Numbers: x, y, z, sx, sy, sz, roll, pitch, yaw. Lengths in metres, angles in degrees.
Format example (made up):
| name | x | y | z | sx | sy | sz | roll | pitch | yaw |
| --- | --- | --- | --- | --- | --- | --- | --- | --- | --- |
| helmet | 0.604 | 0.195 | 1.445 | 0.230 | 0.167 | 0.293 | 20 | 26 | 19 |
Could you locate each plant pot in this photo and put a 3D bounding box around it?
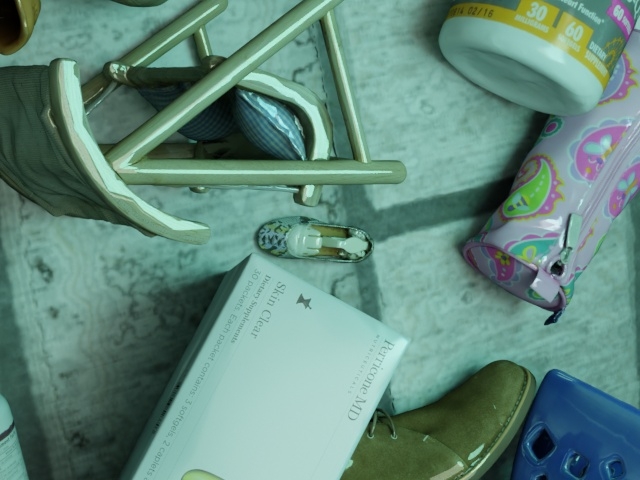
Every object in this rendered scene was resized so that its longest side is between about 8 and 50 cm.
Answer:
| name | x | y | z | sx | sy | sz | roll | pitch | yaw |
| --- | --- | --- | --- | --- | --- | --- | --- | --- | --- |
| plant pot | 0.303 | 0.286 | 1.398 | 0.236 | 0.236 | 0.212 | 32 | 87 | -50 |

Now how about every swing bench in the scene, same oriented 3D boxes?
| name | x | y | z | sx | sy | sz | roll | pitch | yaw |
| --- | --- | --- | --- | --- | --- | --- | --- | --- | --- |
| swing bench | -0.117 | -0.092 | 1.135 | 0.255 | 0.253 | 0.165 | -21 | 106 | -25 |

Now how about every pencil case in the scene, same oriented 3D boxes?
| name | x | y | z | sx | sy | sz | roll | pitch | yaw |
| --- | --- | --- | --- | --- | --- | --- | --- | --- | --- |
| pencil case | 0.256 | -0.065 | 1.420 | 0.124 | 0.124 | 0.284 | 42 | 75 | -26 |

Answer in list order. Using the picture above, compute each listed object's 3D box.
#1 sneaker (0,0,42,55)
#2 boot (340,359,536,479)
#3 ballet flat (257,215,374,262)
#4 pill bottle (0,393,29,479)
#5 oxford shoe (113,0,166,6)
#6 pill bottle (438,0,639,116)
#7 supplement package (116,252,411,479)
| name | x | y | z | sx | sy | sz | roll | pitch | yaw |
| --- | --- | --- | --- | --- | --- | --- | --- | --- | --- |
| sneaker | -0.315 | -0.219 | 1.021 | 0.290 | 0.106 | 0.123 | 21 | 45 | -36 |
| boot | 0.071 | 0.192 | 1.361 | 0.305 | 0.112 | 0.115 | -38 | 101 | -18 |
| ballet flat | 0.000 | 0.000 | 1.331 | 0.114 | 0.041 | 0.041 | 5 | 93 | -29 |
| pill bottle | -0.290 | 0.187 | 1.147 | 0.121 | 0.121 | 0.221 | -18 | 104 | -26 |
| oxford shoe | -0.173 | -0.353 | 1.174 | 0.123 | 0.130 | 0.348 | -4 | 85 | 12 |
| pill bottle | 0.234 | -0.269 | 1.359 | 0.162 | 0.162 | 0.278 | 29 | 82 | -28 |
| supplement package | -0.064 | 0.163 | 1.201 | 0.145 | 0.204 | 0.262 | 28 | 81 | -6 |
